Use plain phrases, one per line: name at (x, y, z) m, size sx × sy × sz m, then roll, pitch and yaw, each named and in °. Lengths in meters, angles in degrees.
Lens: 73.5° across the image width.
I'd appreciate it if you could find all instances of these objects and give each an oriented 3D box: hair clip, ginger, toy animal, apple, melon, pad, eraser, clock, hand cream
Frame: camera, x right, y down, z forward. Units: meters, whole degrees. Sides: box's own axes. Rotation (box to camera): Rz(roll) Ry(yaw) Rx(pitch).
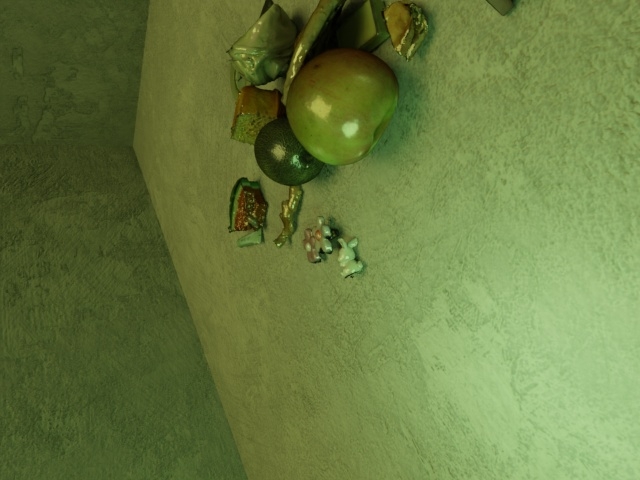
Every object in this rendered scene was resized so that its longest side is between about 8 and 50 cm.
hair clip at (-0.007, 0.002, 1.580) m, size 0.257 × 0.075 × 0.146 m, roll -37°, pitch 71°, yaw 56°
ginger at (-0.134, -0.101, 1.735) m, size 0.089 × 0.075 × 0.288 m, roll 30°, pitch 118°, yaw 22°
toy animal at (0.092, 0.060, 1.441) m, size 0.085 × 0.071 × 0.124 m, roll -42°, pitch 62°, yaw 51°
apple at (0.054, -0.375, 1.197) m, size 0.277 × 0.319 × 0.319 m, roll 32°, pitch 128°, yaw 9°
melon at (-0.113, -0.315, 1.516) m, size 0.301 × 0.237 × 0.238 m, roll 30°, pitch 120°, yaw 56°
pad at (-0.203, -0.888, 1.741) m, size 0.127 × 0.004 × 0.190 m, roll -52°, pitch 55°, yaw 45°
eraser at (0.126, -0.619, 1.276) m, size 0.172 × 0.058 × 0.117 m, roll -18°, pitch 81°, yaw 55°
clock at (-0.359, -0.752, 1.972) m, size 0.235 × 0.029 × 0.235 m, roll 18°, pitch 112°, yaw 54°
hand cream at (-0.338, -0.007, 2.063) m, size 0.204 × 0.049 × 0.078 m, roll -17°, pitch 66°, yaw 50°

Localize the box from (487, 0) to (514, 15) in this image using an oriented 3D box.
box at (0.311, -0.599, 0.888) m, size 0.086 × 0.215 × 0.215 m, roll -45°, pitch 58°, yaw 33°

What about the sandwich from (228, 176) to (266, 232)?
sandwich at (-0.334, -0.151, 1.984) m, size 0.212 × 0.109 × 0.292 m, roll 25°, pitch 119°, yaw 44°

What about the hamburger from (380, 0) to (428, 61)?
hamburger at (0.235, -0.564, 1.118) m, size 0.102 × 0.087 × 0.176 m, roll -31°, pitch 63°, yaw 40°

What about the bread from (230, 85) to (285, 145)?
bread at (-0.252, -0.510, 1.701) m, size 0.340 × 0.194 × 0.179 m, roll 164°, pitch 110°, yaw -71°

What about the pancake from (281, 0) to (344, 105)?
pancake at (-0.026, -0.585, 1.310) m, size 0.387 × 0.082 × 0.387 m, roll -62°, pitch 4°, yaw 8°

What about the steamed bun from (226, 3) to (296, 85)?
steamed bun at (-0.192, -0.707, 1.593) m, size 0.280 × 0.207 × 0.268 m, roll -45°, pitch 25°, yaw 5°
